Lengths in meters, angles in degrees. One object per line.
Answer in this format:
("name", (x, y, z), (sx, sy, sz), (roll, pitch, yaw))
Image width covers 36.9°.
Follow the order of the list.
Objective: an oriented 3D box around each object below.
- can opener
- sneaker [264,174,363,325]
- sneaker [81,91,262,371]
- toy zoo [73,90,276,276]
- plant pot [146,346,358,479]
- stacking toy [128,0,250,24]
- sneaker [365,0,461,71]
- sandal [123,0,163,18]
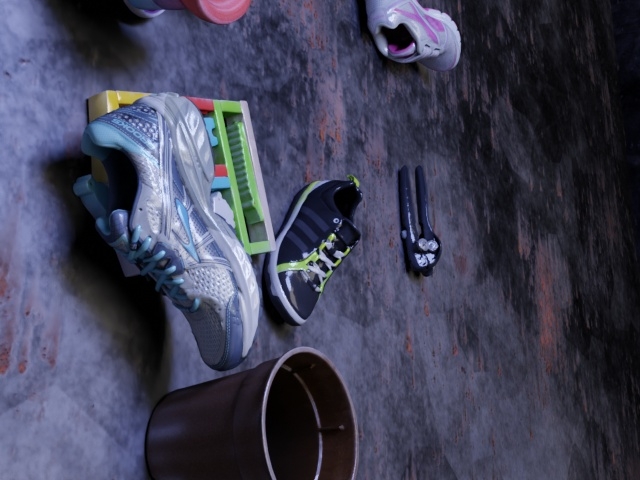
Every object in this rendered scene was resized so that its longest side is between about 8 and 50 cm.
("can opener", (0.153, -0.035, 1.543), (0.059, 0.073, 0.186), (-4, 76, -19))
("sneaker", (0.000, 0.000, 1.225), (0.084, 0.097, 0.235), (49, 40, -37))
("sneaker", (-0.156, 0.002, 0.937), (0.122, 0.110, 0.283), (-21, 91, -42))
("toy zoo", (-0.157, -0.066, 1.061), (0.293, 0.030, 0.192), (-8, 85, -59))
("plant pot", (-0.074, 0.200, 0.963), (0.167, 0.165, 0.167), (27, 57, -52))
("stacking toy", (-0.126, -0.393, 0.989), (0.279, 0.130, 0.309), (-47, 147, -61))
("sneaker", (0.148, -0.341, 1.611), (0.252, 0.103, 0.111), (28, 59, -43))
("sandal", (-0.123, -0.443, 1.085), (0.416, 0.102, 0.169), (-70, 155, -16))
